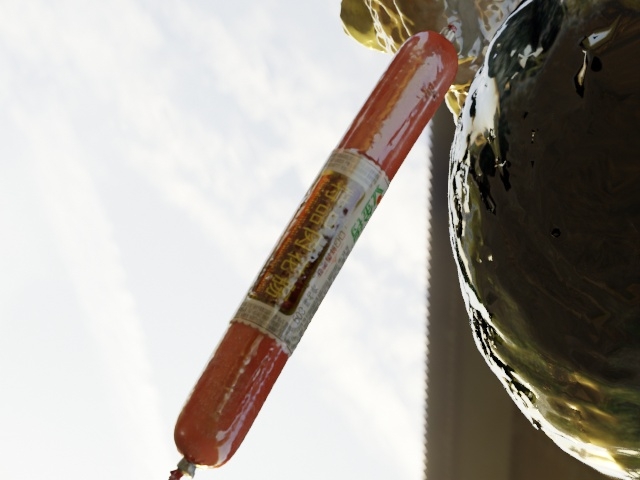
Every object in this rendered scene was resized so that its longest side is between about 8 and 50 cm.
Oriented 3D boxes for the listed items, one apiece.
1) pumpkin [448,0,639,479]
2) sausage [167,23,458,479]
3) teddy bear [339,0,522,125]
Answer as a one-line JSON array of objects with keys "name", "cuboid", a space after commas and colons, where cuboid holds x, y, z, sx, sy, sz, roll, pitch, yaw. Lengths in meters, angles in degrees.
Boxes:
[{"name": "pumpkin", "cuboid": [0.157, -0.011, 0.502, 0.163, 0.233, 0.233, -89, -176, -48]}, {"name": "sausage", "cuboid": [0.000, 0.000, 0.697, 0.034, 0.253, 0.034, 25, -22, 11]}, {"name": "teddy bear", "cuboid": [0.110, -0.130, 0.962, 0.151, 0.267, 0.236, -27, -132, 33]}]
